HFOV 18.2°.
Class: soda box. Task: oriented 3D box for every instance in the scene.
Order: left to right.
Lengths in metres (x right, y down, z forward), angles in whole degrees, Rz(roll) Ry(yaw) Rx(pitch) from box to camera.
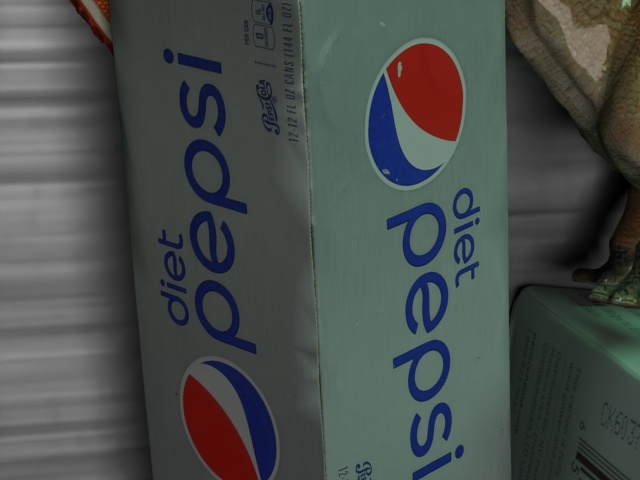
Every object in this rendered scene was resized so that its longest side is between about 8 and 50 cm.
[{"bbox_3d":[0.000,0.000,0.663,0.098,0.091,0.286,-23,119,-41],"label":"soda box"}]

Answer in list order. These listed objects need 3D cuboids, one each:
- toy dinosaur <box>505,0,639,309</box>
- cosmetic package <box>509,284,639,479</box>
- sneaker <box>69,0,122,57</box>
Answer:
[{"bbox_3d":[0.164,-0.074,0.712,0.295,0.127,0.200,6,93,-26],"label":"toy dinosaur"},{"bbox_3d":[0.170,0.112,0.743,0.183,0.151,0.151,5,103,-19],"label":"cosmetic package"},{"bbox_3d":[-0.080,-0.140,0.641,0.067,0.064,0.175,-22,110,-7],"label":"sneaker"}]
